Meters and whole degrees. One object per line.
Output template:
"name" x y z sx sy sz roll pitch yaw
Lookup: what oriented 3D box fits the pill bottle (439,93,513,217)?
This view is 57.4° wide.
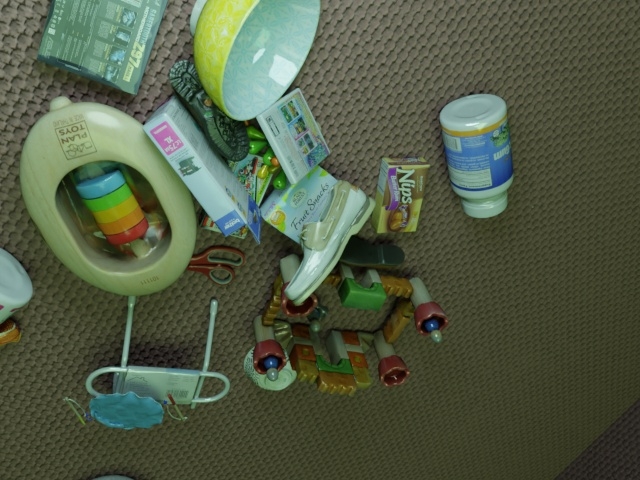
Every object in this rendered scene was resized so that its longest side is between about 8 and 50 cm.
"pill bottle" 0.378 -0.194 1.393 0.152 0.152 0.272 -23 125 -3

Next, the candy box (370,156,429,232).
"candy box" 0.196 -0.112 1.447 0.109 0.053 0.187 -2 123 -17

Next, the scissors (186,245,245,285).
"scissors" -0.329 0.045 1.397 0.297 0.021 0.109 12 119 -23

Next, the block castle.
"block castle" 0.067 0.234 1.499 0.453 0.213 0.303 12 125 -23

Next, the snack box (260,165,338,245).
"snack box" -0.014 -0.073 1.375 0.207 0.070 0.174 34 93 -31

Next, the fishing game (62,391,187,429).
"fishing game" -0.470 0.411 1.430 0.264 0.041 0.189 -5 137 4

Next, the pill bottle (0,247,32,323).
"pill bottle" -0.771 0.147 1.229 0.283 0.160 0.160 -36 125 6

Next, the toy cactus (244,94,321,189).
"toy cactus" -0.077 -0.226 1.254 0.180 0.112 0.219 -21 98 -29

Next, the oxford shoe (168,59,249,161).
"oxford shoe" -0.221 -0.262 1.189 0.083 0.096 0.227 -36 111 -9

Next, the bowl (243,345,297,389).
"bowl" -0.124 0.361 1.622 0.170 0.080 0.170 -8 123 -12

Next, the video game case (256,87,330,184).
"video game case" -0.052 -0.216 1.210 0.019 0.143 0.157 -9 118 41

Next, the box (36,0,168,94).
"box" -0.391 -0.408 1.067 0.183 0.059 0.233 16 114 -25

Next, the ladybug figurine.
"ladybug figurine" -0.422 -0.090 1.193 0.305 0.162 0.449 -17 125 -6

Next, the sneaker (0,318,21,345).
"sneaker" -0.782 0.235 1.342 0.175 0.064 0.067 -12 134 -8

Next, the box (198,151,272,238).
"box" -0.189 -0.110 1.332 0.114 0.036 0.207 15 115 -25

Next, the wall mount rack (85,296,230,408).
"wall mount rack" -0.394 0.291 1.470 0.350 0.130 0.304 9 121 -23

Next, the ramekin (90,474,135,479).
"ramekin" -0.623 0.809 1.711 0.272 0.127 0.273 -8 123 -12

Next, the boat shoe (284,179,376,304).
"boat shoe" 0.000 0.000 1.296 0.103 0.113 0.302 38 70 -10

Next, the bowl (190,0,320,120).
"bowl" -0.145 -0.385 1.083 0.156 0.289 0.289 34 112 14

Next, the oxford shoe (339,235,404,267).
"oxford shoe" 0.105 0.042 1.507 0.212 0.076 0.076 12 155 -14

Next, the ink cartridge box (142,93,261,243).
"ink cartridge box" -0.227 -0.134 1.180 0.065 0.186 0.311 -33 113 9
